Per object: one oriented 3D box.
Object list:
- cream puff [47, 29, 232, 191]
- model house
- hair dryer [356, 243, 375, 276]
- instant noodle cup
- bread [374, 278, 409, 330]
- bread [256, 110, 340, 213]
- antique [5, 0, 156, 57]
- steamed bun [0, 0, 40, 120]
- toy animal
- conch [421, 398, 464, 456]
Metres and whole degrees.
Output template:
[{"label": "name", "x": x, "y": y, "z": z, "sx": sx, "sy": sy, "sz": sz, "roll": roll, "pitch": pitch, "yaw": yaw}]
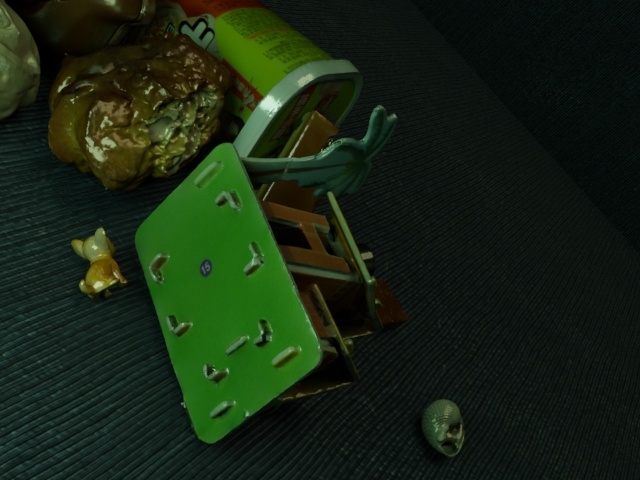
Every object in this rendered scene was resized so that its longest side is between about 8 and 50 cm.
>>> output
[{"label": "cream puff", "x": -0.246, "y": -0.170, "z": 1.020, "sx": 0.269, "sy": 0.241, "sz": 0.155, "roll": -85, "pitch": 167, "yaw": -53}, {"label": "model house", "x": 0.014, "y": 0.038, "z": 0.956, "sx": 0.323, "sy": 0.340, "sz": 0.300, "roll": 13, "pitch": 44, "yaw": -51}, {"label": "hair dryer", "x": 0.000, "y": 0.000, "z": 1.275, "sx": 0.100, "sy": 0.057, "sz": 0.197, "roll": -11, "pitch": 42, "yaw": -29}, {"label": "instant noodle cup", "x": -0.141, "y": -0.264, "z": 1.235, "sx": 0.308, "sy": 0.294, "sz": 0.294, "roll": 45, "pitch": 28, "yaw": 12}, {"label": "bread", "x": 0.092, "y": 0.106, "z": 1.276, "sx": 0.094, "sy": 0.035, "sz": 0.090, "roll": 0, "pitch": 52, "yaw": -52}, {"label": "bread", "x": -0.041, "y": -0.079, "z": 1.151, "sx": 0.088, "sy": 0.226, "sz": 0.049, "roll": 31, "pitch": 5, "yaw": -24}, {"label": "antique", "x": -0.348, "y": -0.370, "z": 1.087, "sx": 0.278, "sy": 0.223, "sz": 0.129, "roll": 21, "pitch": 11, "yaw": 37}, {"label": "steamed bun", "x": -0.434, "y": -0.248, "z": 0.921, "sx": 0.211, "sy": 0.144, "sz": 0.218, "roll": 44, "pitch": 28, "yaw": -2}, {"label": "toy animal", "x": -0.263, "y": 0.025, "z": 0.893, "sx": 0.081, "sy": 0.060, "sz": 0.083, "roll": -8, "pitch": 67, "yaw": -57}, {"label": "conch", "x": 0.181, "y": 0.282, "z": 1.152, "sx": 0.085, "sy": 0.056, "sz": 0.076, "roll": -48, "pitch": 114, "yaw": -42}]
